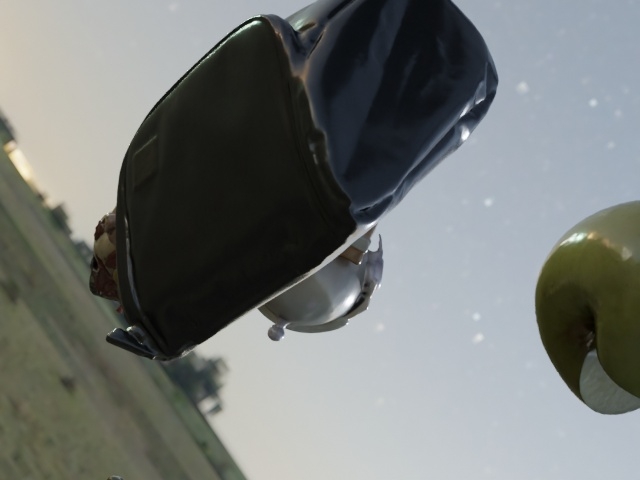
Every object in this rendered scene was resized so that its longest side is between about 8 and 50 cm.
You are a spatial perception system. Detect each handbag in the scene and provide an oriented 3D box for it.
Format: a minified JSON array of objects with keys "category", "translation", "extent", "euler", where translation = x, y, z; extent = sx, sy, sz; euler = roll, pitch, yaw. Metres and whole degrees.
[{"category":"handbag","translation":[-0.045,-0.067,1.187],"extent":[0.178,0.275,0.302],"euler":[52,-46,-4]}]

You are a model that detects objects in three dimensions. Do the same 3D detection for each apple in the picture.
[{"category":"apple","translation":[0.424,0.089,1.938],"extent":[0.292,0.254,0.292],"euler":[43,-36,43]}]

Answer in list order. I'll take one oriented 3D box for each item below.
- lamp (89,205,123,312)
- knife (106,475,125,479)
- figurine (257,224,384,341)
[{"category":"lamp","translation":[-0.178,0.003,1.573],"extent":[0.118,0.118,0.253],"euler":[55,-19,2]},{"category":"knife","translation":[-0.093,0.322,1.624],"extent":[0.343,0.027,0.061],"euler":[20,-8,32]},{"category":"figurine","translation":[0.000,0.002,1.696],"extent":[0.163,0.236,0.141],"euler":[21,16,-6]}]
